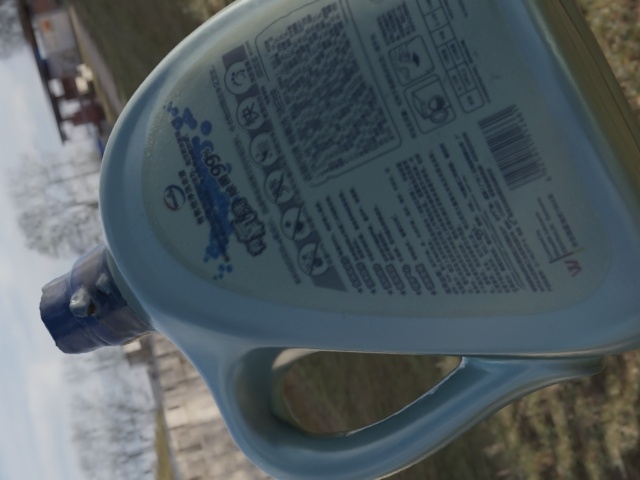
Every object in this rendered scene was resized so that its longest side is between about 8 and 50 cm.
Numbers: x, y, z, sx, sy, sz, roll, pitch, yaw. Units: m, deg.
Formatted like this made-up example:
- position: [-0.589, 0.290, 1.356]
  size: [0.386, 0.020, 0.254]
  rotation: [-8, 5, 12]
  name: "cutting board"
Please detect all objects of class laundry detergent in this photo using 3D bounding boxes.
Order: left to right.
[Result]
- position: [0.000, 0.000, 0.537]
  size: [0.215, 0.280, 0.105]
  rotation: [62, -159, -1]
  name: "laundry detergent"
